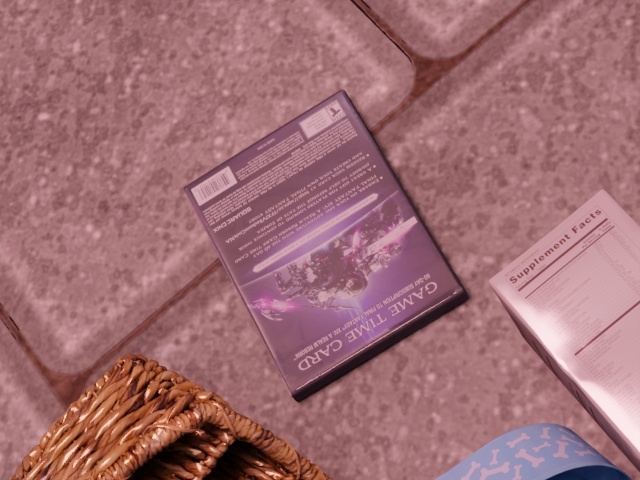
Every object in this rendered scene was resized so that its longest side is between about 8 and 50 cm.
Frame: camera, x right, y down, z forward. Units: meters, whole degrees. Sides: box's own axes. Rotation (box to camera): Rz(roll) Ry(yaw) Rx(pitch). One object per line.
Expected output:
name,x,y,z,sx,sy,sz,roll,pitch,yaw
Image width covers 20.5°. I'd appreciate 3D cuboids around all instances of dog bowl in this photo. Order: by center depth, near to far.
dog bowl,0.126,0.266,1.513,0.297,0.166,0.074,-36,47,1

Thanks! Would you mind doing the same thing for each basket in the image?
basket,-0.150,0.278,1.573,0.223,0.213,0.299,30,79,30

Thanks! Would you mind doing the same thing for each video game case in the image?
video game case,0.000,0.000,1.764,0.196,0.026,0.274,-31,60,4

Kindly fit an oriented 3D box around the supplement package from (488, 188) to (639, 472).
supplement package,0.282,0.099,1.544,0.139,0.134,0.244,-38,59,0
